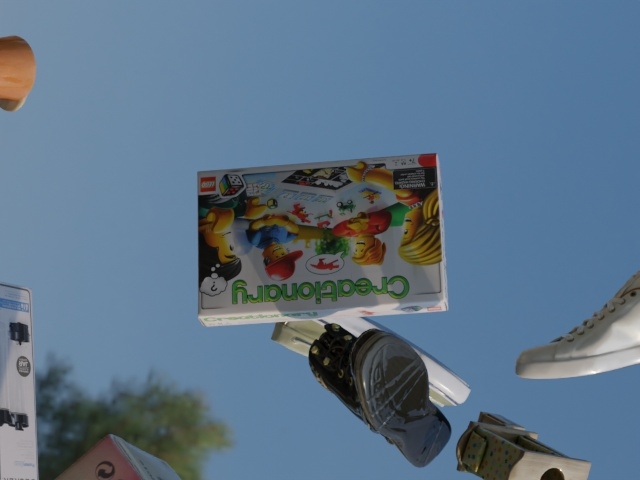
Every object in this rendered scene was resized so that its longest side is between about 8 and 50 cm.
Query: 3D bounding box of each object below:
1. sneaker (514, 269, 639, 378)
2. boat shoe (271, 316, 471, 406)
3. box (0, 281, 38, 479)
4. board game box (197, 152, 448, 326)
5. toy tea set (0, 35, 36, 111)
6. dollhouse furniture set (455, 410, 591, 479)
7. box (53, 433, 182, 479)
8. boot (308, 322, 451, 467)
[{"bbox_3d":[0.391,0.108,2.098,0.106,0.290,0.123,176,-99,-87],"label":"sneaker"},{"bbox_3d":[0.069,0.165,2.226,0.094,0.302,0.109,-60,-169,2],"label":"boat shoe"},{"bbox_3d":[-0.456,0.207,2.022,0.169,0.087,0.290,-9,-103,24],"label":"box"},{"bbox_3d":[0.000,0.000,1.949,0.053,0.305,0.193,66,21,-71],"label":"board game box"},{"bbox_3d":[-0.395,-0.313,1.839,0.200,0.124,0.336,-6,-90,40],"label":"toy tea set"},{"bbox_3d":[0.186,0.286,1.743,0.182,0.101,0.161,22,-82,61],"label":"dollhouse furniture set"},{"bbox_3d":[-0.182,0.268,1.137,0.232,0.148,0.127,-40,-110,-2],"label":"box"},{"bbox_3d":[0.044,0.146,1.769,0.085,0.236,0.178,-44,-130,-11],"label":"boot"}]
